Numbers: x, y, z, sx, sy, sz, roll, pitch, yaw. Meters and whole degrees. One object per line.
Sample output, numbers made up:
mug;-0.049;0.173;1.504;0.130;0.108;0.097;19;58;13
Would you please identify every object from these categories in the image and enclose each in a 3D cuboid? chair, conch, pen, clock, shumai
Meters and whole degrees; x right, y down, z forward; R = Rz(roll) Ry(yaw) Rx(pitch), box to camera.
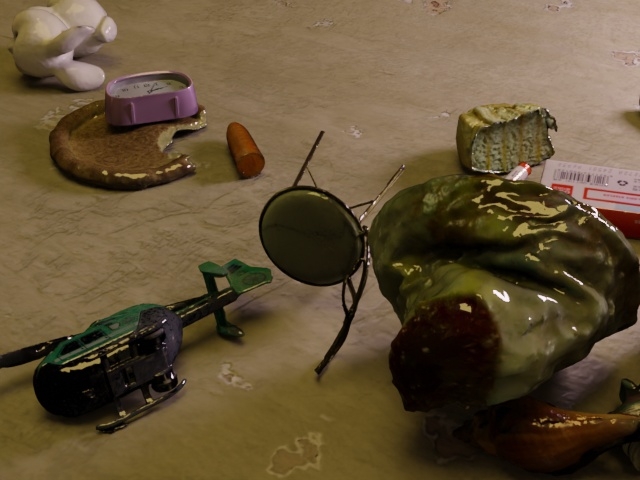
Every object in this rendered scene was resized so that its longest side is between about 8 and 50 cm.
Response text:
chair;0.000;0.000;1.531;0.170;0.160;0.326;25;35;5
conch;0.255;0.215;1.295;0.232;0.086;0.080;10;69;18
pen;0.255;-0.060;1.763;0.026;0.026;0.218;19;39;28
clock;-0.284;-0.241;1.975;0.152;0.050;0.110;-10;35;-15
shumai;0.189;0.102;1.336;0.309;0.304;0.263;-11;38;37

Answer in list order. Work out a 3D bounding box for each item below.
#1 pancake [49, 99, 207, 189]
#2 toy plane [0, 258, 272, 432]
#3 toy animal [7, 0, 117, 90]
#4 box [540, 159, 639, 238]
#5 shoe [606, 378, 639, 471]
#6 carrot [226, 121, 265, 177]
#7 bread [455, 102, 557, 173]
pancake;-0.299;-0.168;1.937;0.286;0.033;0.288;27;42;37
toy plane;-0.213;0.114;1.454;0.381;0.106;0.155;-27;30;-26
toy animal;-0.457;-0.361;2.151;0.178;0.127;0.193;7;32;8
box;0.428;-0.056;1.731;0.229;0.050;0.123;8;36;13
shoe;0.375;0.186;1.352;0.169;0.071;0.099;-30;40;-31
carrot;-0.123;-0.148;1.893;0.048;0.048;0.139;-9;31;-11
bread;0.278;-0.166;1.869;0.156;0.103;0.110;-9;22;-21
